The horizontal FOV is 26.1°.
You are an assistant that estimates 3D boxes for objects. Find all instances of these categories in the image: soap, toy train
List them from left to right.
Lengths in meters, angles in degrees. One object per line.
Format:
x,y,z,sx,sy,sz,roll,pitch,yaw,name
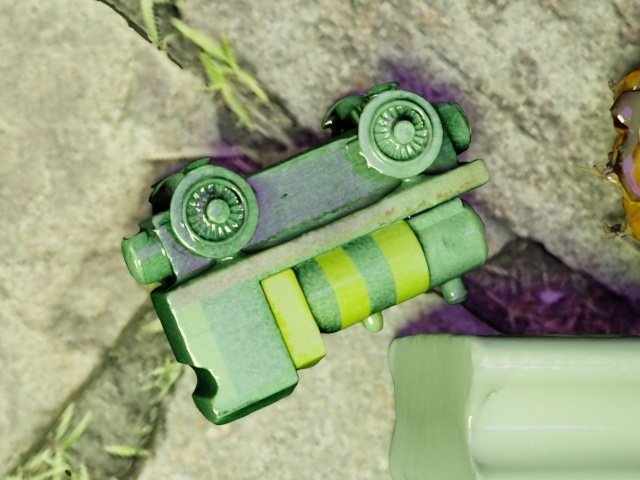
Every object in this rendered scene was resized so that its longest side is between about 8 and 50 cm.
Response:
0.000,0.000,0.732,0.200,0.083,0.132,-23,94,-13,toy train
0.182,0.093,0.725,0.265,0.160,0.088,2,85,-12,soap

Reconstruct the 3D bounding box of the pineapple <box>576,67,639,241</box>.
0.254,-0.049,0.793,0.224,0.076,0.225,1,84,-10,pineapple
